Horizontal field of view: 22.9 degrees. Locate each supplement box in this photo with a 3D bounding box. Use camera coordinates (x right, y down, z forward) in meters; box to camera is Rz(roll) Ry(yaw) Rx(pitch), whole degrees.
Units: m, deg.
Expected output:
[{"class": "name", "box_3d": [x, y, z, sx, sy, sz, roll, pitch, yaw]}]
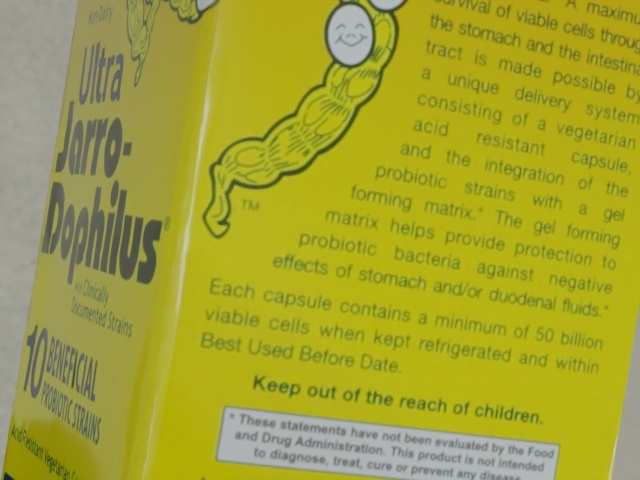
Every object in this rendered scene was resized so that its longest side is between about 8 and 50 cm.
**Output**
[{"class": "supplement box", "box_3d": [0.000, 0.000, 0.648, 0.195, 0.194, 0.356, 9, 89, -23]}]
